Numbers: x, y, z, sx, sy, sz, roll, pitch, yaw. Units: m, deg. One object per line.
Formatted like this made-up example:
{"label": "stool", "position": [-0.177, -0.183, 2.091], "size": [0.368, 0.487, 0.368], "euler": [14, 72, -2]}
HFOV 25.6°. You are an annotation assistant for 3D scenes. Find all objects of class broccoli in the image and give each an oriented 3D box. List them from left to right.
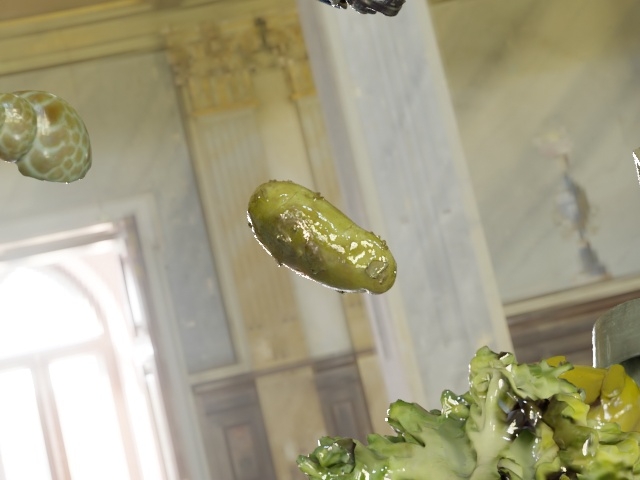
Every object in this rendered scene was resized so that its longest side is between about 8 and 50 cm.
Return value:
{"label": "broccoli", "position": [0.134, 0.251, 0.985], "size": [0.334, 0.324, 0.272], "euler": [-39, 9, -5]}

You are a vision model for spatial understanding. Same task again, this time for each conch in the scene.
{"label": "conch", "position": [-0.373, -0.145, 1.844], "size": [0.173, 0.116, 0.106], "euler": [28, -37, -12]}

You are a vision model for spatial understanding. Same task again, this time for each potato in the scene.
{"label": "potato", "position": [0.000, 0.000, 1.770], "size": [0.090, 0.225, 0.117], "euler": [-44, -28, -30]}

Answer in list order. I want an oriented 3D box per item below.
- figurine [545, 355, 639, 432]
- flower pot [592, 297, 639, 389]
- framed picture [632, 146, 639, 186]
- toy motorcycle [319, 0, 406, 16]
{"label": "figurine", "position": [0.348, 0.317, 1.900], "size": [0.218, 0.326, 0.169], "euler": [9, 13, 39]}
{"label": "flower pot", "position": [0.496, 0.139, 1.999], "size": [0.229, 0.108, 0.103], "euler": [-23, -51, 30]}
{"label": "framed picture", "position": [0.532, 0.022, 2.121], "size": [0.019, 0.281, 0.209], "euler": [-18, 35, 4]}
{"label": "toy motorcycle", "position": [-0.002, -0.356, 1.613], "size": [0.125, 0.213, 0.358], "euler": [-58, 13, 23]}
